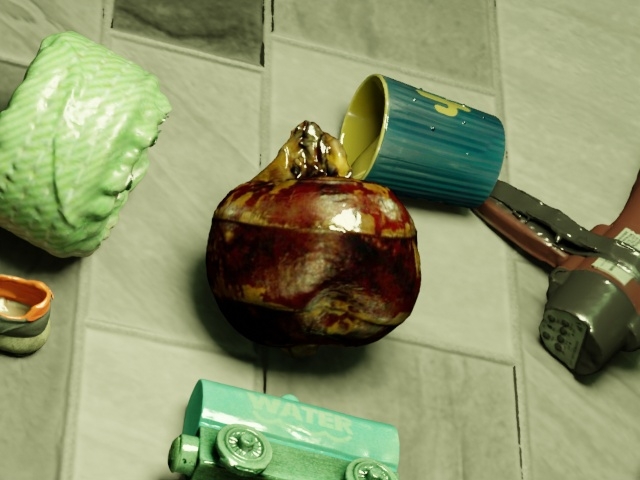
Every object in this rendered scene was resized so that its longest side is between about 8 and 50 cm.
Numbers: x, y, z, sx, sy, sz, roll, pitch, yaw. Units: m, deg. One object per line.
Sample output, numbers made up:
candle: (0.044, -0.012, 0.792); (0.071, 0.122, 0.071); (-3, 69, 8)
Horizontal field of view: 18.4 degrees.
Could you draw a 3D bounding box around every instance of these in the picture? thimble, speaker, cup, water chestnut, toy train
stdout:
thimble: (-0.247, -0.094, 1.968); (0.150, 0.219, 0.219); (29, 48, -4)
speaker: (0.338, -0.025, 2.208); (0.329, 0.198, 0.259); (-36, 87, -31)
cup: (0.110, -0.114, 2.213); (0.155, 0.131, 0.176); (14, 24, -18)
water chestnut: (0.000, 0.000, 1.994); (0.223, 0.223, 0.238); (5, 85, -22)
toy train: (-0.028, 0.208, 1.911); (0.248, 0.101, 0.159); (15, 36, -16)

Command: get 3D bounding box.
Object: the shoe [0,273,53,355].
shoe: (-0.347, 0.055, 1.886); (0.194, 0.077, 0.074); (12, 51, -17)
